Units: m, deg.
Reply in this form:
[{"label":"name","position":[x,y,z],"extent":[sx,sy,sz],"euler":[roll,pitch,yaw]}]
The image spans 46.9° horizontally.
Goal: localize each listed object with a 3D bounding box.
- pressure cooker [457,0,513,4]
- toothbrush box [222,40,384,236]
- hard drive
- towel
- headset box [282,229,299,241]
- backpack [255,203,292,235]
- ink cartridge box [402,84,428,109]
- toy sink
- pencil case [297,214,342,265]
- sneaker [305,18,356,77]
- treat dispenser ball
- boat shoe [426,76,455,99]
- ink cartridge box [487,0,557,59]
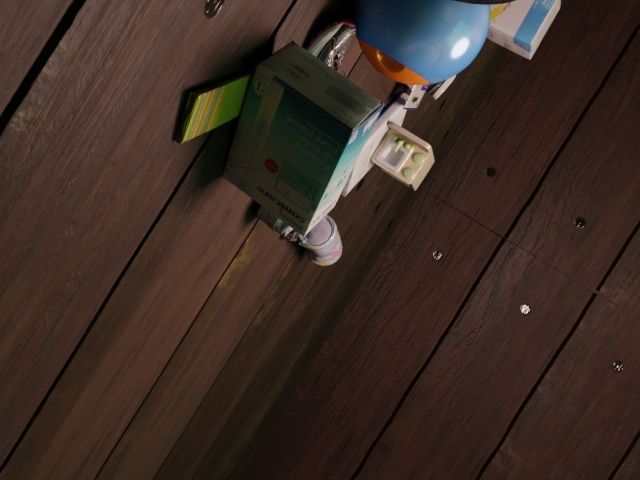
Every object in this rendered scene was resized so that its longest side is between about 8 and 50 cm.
[{"label":"pressure cooker","position":[0.281,-0.661,1.232],"extent":[0.420,0.375,0.370],"euler":[106,-18,-48]},{"label":"toothbrush box","position":[-0.042,-0.187,1.406],"extent":[0.126,0.216,0.295],"euler":[-46,169,-40]},{"label":"hard drive","position":[0.167,-0.304,2.327],"extent":[0.319,0.040,0.210],"euler":[-48,164,-34]},{"label":"towel","position":[-0.169,-0.245,1.301],"extent":[0.237,0.021,0.102],"euler":[-41,164,-53]},{"label":"headset box","position":[-0.075,-0.033,2.092],"extent":[0.083,0.032,0.062],"euler":[-58,166,7]},{"label":"backpack","position":[-0.070,-0.100,1.779],"extent":[0.182,0.115,0.152],"euler":[-45,165,-34]},{"label":"ink cartridge box","position":[0.337,-0.578,2.256],"extent":[0.371,0.069,0.176],"euler":[-65,166,17]},{"label":"toy sink","position":[0.259,-0.260,2.339],"extent":[0.131,0.153,0.234],"euler":[-57,168,1]},{"label":"pencil case","position":[0.000,0.000,2.266],"extent":[0.124,0.113,0.273],"euler":[-48,166,-4]},{"label":"sneaker","position":[0.007,-0.321,1.557],"extent":[0.121,0.112,0.299],"euler":[-34,153,-60]},{"label":"treat dispenser ball","position":[0.214,-0.475,1.562],"extent":[0.288,0.288,0.288],"euler":[-53,166,-19]},{"label":"boat shoe","position":[0.442,-0.612,2.505],"extent":[0.302,0.091,0.114],"euler":[-54,-174,-25]},{"label":"ink cartridge box","position":[0.613,-0.756,2.405],"extent":[0.197,0.270,0.198],"euler":[-61,167,7]}]
